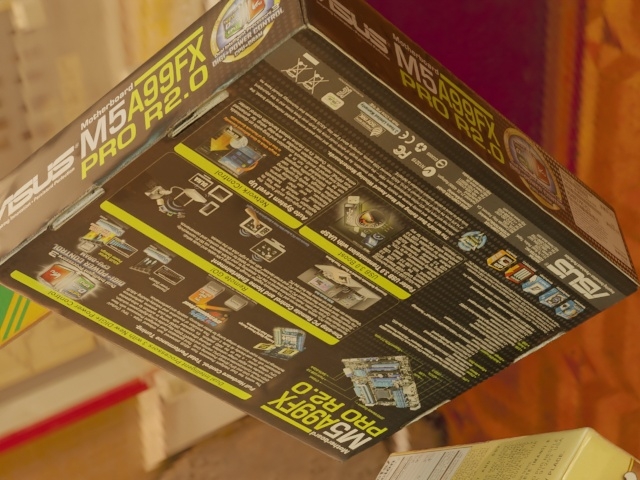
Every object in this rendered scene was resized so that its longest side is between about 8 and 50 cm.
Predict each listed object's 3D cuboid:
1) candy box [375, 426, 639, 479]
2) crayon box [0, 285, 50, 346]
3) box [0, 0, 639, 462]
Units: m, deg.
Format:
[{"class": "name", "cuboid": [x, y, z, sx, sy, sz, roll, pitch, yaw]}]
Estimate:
[{"class": "candy box", "cuboid": [0.135, 0.192, 0.794, 0.183, 0.087, 0.316, 35, 163, -5]}, {"class": "crayon box", "cuboid": [-0.223, 0.005, 1.301, 0.323, 0.203, 0.083, -33, 94, 27]}, {"class": "box", "cuboid": [0.000, 0.000, 0.751, 0.216, 0.270, 0.060, -34, 43, 27]}]
